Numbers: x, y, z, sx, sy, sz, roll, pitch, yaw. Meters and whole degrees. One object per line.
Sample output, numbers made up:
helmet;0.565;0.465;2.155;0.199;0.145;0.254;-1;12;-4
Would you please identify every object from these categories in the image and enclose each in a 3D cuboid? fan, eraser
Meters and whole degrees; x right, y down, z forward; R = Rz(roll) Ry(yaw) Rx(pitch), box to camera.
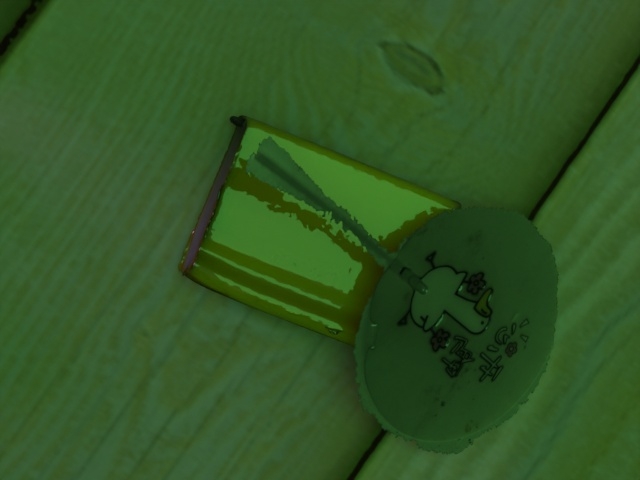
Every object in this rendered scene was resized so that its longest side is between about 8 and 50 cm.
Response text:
fan;0.076;0.031;1.369;0.415;0.012;0.233;43;79;-36
eraser;0.000;0.000;1.412;0.226;0.069;0.158;21;85;-11
